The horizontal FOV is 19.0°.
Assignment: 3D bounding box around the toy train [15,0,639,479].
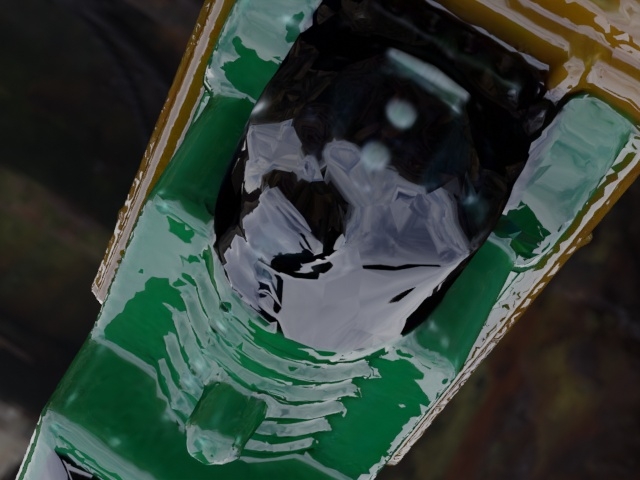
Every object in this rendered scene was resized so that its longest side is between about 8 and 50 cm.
[{"bbox_3d":[0.000,0.000,0.736,0.178,0.249,0.429,30,147,0],"label":"toy train"}]
